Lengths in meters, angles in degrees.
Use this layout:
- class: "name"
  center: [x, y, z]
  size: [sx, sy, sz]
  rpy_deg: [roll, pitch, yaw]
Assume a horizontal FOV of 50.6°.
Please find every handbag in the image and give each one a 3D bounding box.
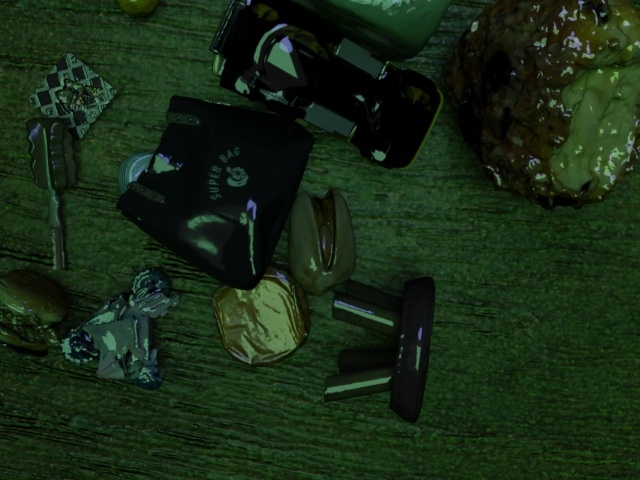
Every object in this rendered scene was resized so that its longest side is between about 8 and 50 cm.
- class: "handbag"
  center: [-0.188, -0.111, 1.235]
  size: [0.288, 0.152, 0.342]
  rpy_deg: [21, 71, -2]

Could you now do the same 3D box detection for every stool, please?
- class: "stool"
  center: [0.117, 0.192, 1.274]
  size: [0.179, 0.272, 0.272]
  rpy_deg: [7, 97, 11]

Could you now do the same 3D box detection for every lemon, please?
- class: "lemon"
  center: [-0.331, -0.464, 1.245]
  size: [0.082, 0.082, 0.110]
  rpy_deg: [23, 100, -6]

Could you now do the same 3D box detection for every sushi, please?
- class: "sushi"
  center: [-0.469, -0.275, 1.292]
  size: [0.120, 0.026, 0.126]
  rpy_deg: [40, 98, -10]

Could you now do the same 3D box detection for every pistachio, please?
- class: "pistachio"
  center: [0.000, 0.000, 1.294]
  size: [0.130, 0.131, 0.206]
  rpy_deg: [3, 67, -16]

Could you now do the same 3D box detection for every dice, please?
- class: "dice"
  center: [0.082, -0.510, 1.138]
  size: [0.330, 0.322, 0.318]
  rpy_deg: [24, 96, -4]

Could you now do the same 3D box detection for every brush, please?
- class: "brush"
  center: [-0.509, -0.085, 1.303]
  size: [0.084, 0.071, 0.301]
  rpy_deg: [4, 107, 13]

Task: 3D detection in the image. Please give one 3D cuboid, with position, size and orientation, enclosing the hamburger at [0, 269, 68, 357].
- class: "hamburger"
  center: [-0.550, 0.138, 1.275]
  size: [0.185, 0.159, 0.131]
  rpy_deg: [36, 91, 20]

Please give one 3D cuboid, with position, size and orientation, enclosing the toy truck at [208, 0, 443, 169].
- class: "toy truck"
  center: [-0.001, -0.282, 1.207]
  size: [0.405, 0.254, 0.180]
  rpy_deg: [24, 99, -20]

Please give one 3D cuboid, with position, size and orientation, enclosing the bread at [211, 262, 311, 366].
- class: "bread"
  center: [-0.111, 0.140, 1.326]
  size: [0.199, 0.104, 0.199]
  rpy_deg: [0, 96, 1]

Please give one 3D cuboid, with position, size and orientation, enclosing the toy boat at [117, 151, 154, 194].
- class: "toy boat"
  center: [-0.294, -0.087, 1.305]
  size: [0.208, 0.079, 0.134]
  rpy_deg: [33, 80, -13]

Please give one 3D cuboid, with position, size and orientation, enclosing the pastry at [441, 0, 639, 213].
- class: "pastry"
  center: [0.383, -0.257, 1.194]
  size: [0.292, 0.337, 0.405]
  rpy_deg: [-24, 128, -17]

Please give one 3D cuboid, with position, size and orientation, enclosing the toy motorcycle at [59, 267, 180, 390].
- class: "toy motorcycle"
  center: [-0.355, 0.193, 1.316]
  size: [0.239, 0.108, 0.204]
  rpy_deg: [-41, 89, 6]
